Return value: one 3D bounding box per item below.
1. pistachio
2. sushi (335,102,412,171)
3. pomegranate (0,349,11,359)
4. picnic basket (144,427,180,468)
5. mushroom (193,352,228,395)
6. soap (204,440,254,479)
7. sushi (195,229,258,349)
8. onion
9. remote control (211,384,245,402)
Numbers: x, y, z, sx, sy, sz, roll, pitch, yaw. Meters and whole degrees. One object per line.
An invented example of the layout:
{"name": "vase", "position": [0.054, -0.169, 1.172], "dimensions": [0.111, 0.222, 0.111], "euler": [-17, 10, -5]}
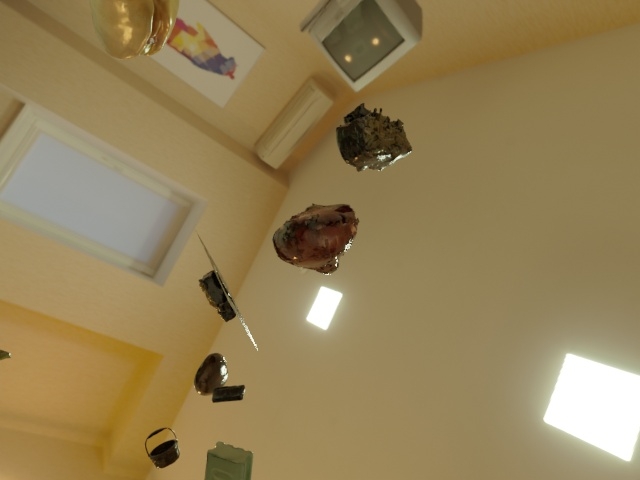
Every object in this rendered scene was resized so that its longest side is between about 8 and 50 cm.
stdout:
{"name": "pistachio", "position": [-0.275, -0.356, 0.584], "dimensions": [0.117, 0.145, 0.200], "euler": [-38, -172, -30]}
{"name": "sushi", "position": [0.135, -0.255, 0.997], "dimensions": [0.115, 0.213, 0.147], "euler": [-25, -103, 38]}
{"name": "pomegranate", "position": [-0.447, 0.119, 0.403], "dimensions": [0.156, 0.220, 0.156], "euler": [-30, -144, 25]}
{"name": "picnic basket", "position": [-0.385, 0.500, 0.976], "dimensions": [0.072, 0.083, 0.072], "euler": [-20, -177, 1]}
{"name": "mushroom", "position": [-0.291, 0.365, 1.091], "dimensions": [0.052, 0.123, 0.123], "euler": [8, -115, 22]}
{"name": "soap", "position": [-0.243, 0.639, 1.037], "dimensions": [0.115, 0.063, 0.198], "euler": [7, -86, 19]}
{"name": "sushi", "position": [-0.260, 0.144, 1.035], "dimensions": [0.050, 0.290, 0.264], "euler": [-27, -125, -12]}
{"name": "onion", "position": [0.000, 0.000, 0.802], "dimensions": [0.184, 0.147, 0.184], "euler": [-25, -167, 6]}
{"name": "remote control", "position": [-0.231, 0.380, 0.999], "dimensions": [0.096, 0.014, 0.039], "euler": [-14, -129, 22]}
